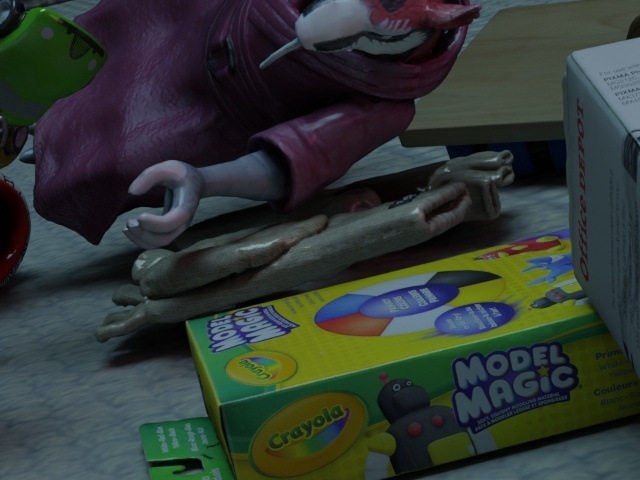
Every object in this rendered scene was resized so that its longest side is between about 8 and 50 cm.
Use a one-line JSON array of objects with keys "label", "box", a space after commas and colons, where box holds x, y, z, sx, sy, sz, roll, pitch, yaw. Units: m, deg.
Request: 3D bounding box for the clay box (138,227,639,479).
[{"label": "clay box", "box": [0.032, 0.052, 0.809, 0.222, 0.053, 0.127, -13, 14, -8]}]

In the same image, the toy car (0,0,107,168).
[{"label": "toy car", "box": [-0.206, -0.090, 1.025, 0.225, 0.053, 0.239, 3, -24, 44]}]

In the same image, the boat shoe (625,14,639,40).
[{"label": "boat shoe", "box": [0.239, -0.049, 0.966, 0.089, 0.104, 0.285, -7, 24, -17]}]

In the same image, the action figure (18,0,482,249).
[{"label": "action figure", "box": [-0.014, -0.089, 1.077, 0.276, 0.248, 0.370, 13, -13, -33]}]

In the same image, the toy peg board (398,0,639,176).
[{"label": "toy peg board", "box": [0.161, -0.083, 1.224, 0.161, 0.079, 0.160, -2, 33, 36]}]

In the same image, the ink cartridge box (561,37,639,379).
[{"label": "ink cartridge box", "box": [0.142, 0.008, 0.679, 0.063, 0.109, 0.150, -14, 38, -8]}]

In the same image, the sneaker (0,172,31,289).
[{"label": "sneaker", "box": [-0.287, 0.017, 1.124, 0.145, 0.090, 0.270, -5, 13, 33]}]

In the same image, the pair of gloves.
[{"label": "pair of gloves", "box": [0.000, 0.000, 1.051, 0.204, 0.042, 0.240, -13, 7, 18]}]

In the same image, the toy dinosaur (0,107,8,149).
[{"label": "toy dinosaur", "box": [-0.283, 0.017, 0.935, 0.322, 0.164, 0.218, -12, 7, 15]}]
